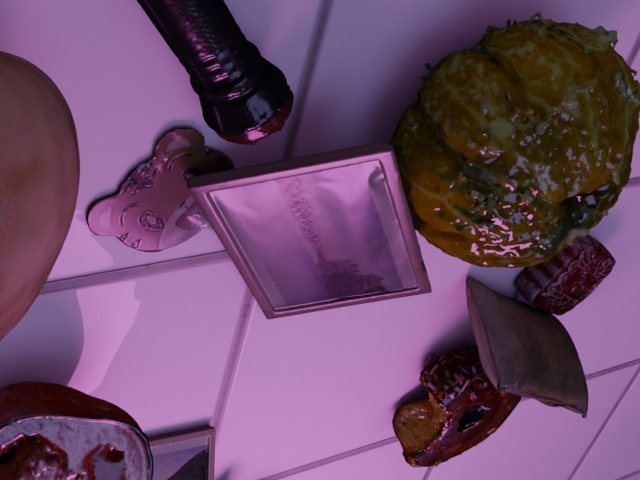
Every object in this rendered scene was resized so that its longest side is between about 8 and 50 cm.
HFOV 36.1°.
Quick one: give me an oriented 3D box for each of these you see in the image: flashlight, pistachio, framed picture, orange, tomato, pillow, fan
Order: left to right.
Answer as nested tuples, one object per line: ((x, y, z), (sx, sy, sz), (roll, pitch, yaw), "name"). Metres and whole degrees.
((-0.295, -0.028, 0.749), (0.229, 0.230, 0.309), (-8, 143, -33), "pistachio")
((-0.305, 0.242, 1.078), (0.214, 0.155, 0.181), (22, 95, -34), "tomato")
((-0.230, 0.331, 1.289), (0.203, 0.015, 0.150), (-4, 101, -35), "framed picture")
((-0.134, -0.029, 1.055), (0.152, 0.008, 0.226), (-44, 142, 10), "fan")
((-0.104, -0.184, 0.862), (0.093, 0.093, 0.232), (-36, 137, -2), "flashlight")
((0.000, 0.000, 1.094), (0.213, 0.016, 0.289), (-9, 146, 9), "framed picture")
((0.231, -0.099, 1.104), (0.301, 0.223, 0.300), (-34, 148, -5), "orange")
((0.317, 0.167, 1.485), (0.075, 0.185, 0.302), (-31, 148, 27), "pillow")

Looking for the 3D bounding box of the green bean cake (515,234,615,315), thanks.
((0.381, 0.051, 1.514), (0.136, 0.056, 0.135), (-49, 140, 15), "green bean cake")

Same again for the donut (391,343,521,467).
((0.217, 0.254, 1.562), (0.216, 0.096, 0.230), (-18, 139, -26), "donut")
